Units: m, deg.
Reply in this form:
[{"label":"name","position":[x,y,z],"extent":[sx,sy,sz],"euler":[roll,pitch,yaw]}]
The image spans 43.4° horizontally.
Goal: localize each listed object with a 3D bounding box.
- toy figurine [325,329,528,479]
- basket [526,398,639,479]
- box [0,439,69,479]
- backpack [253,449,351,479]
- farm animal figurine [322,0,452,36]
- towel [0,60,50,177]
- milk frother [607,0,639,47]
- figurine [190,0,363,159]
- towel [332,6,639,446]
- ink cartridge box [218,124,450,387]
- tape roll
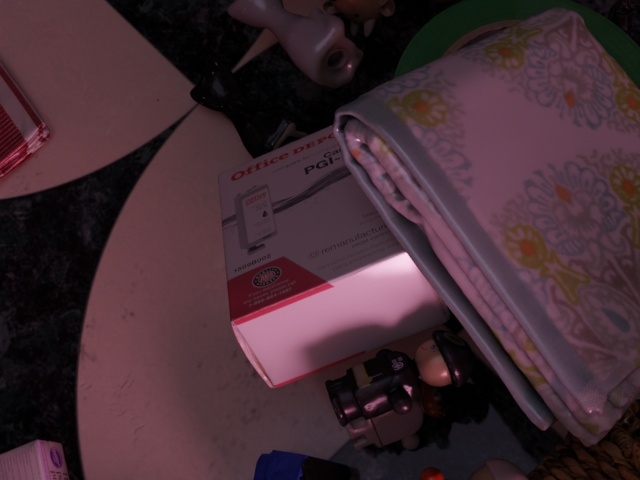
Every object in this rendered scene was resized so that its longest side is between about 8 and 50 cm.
[{"label":"toy figurine","position":[0.112,0.216,0.823],"extent":[0.148,0.209,0.213],"euler":[-22,63,-1]},{"label":"basket","position":[0.350,0.234,0.689],"extent":[0.223,0.213,0.299],"euler":[-45,23,-3]},{"label":"box","position":[-0.314,0.401,0.949],"extent":[0.067,0.063,0.324],"euler":[-24,67,4]},{"label":"backpack","position":[-0.030,0.301,0.895],"extent":[0.101,0.098,0.120],"euler":[-6,67,44]},{"label":"farm animal figurine","position":[0.068,-0.357,1.040],"extent":[0.327,0.172,0.330],"euler":[-7,22,-19]},{"label":"towel","position":[-0.590,-0.135,1.229],"extent":[0.329,0.037,0.237],"euler":[-40,64,-3]},{"label":"milk frother","position":[0.440,-0.278,0.959],"extent":[0.143,0.135,0.129],"euler":[27,114,33]},{"label":"figurine","position":[-0.072,-0.230,1.065],"extent":[0.209,0.092,0.214],"euler":[41,113,29]},{"label":"towel","position":[0.233,-0.034,0.783],"extent":[0.321,0.090,0.374],"euler":[-28,78,-30]},{"label":"ink cartridge box","position":[0.000,0.000,0.912],"extent":[0.207,0.117,0.283],"euler":[-23,37,6]},{"label":"tape roll","position":[0.238,-0.138,0.942],"extent":[0.321,0.077,0.321],"euler":[1,70,-1]}]
